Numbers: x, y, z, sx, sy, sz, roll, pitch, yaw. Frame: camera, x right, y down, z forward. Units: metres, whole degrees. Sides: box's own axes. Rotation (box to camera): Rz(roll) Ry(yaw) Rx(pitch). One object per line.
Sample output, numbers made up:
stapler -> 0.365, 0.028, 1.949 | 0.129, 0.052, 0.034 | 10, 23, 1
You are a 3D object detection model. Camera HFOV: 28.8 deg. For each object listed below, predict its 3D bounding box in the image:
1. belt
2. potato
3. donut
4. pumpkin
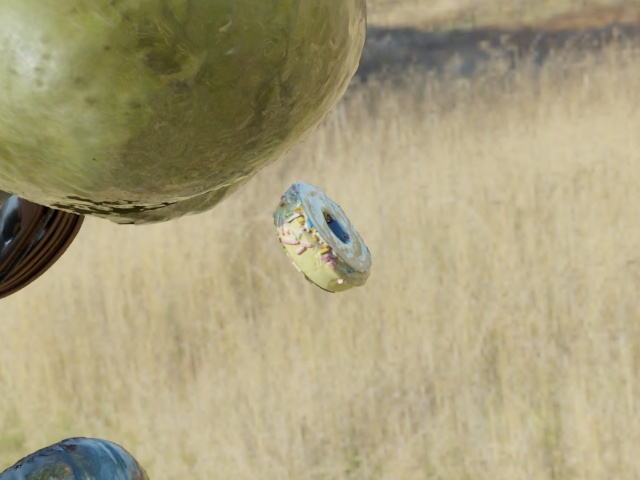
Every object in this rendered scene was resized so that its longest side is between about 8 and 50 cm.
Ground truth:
belt -> -0.419, -0.035, 1.621 | 0.184, 0.261, 0.105 | 16, 35, -40
potato -> -0.081, -0.087, 0.432 | 0.159, 0.174, 0.251 | -34, 3, -22
donut -> 0.000, 0.000, 1.700 | 0.068, 0.174, 0.174 | -39, 1, 18
pumpkin -> -0.311, 0.333, 1.479 | 0.238, 0.238, 0.159 | -14, 57, -33
